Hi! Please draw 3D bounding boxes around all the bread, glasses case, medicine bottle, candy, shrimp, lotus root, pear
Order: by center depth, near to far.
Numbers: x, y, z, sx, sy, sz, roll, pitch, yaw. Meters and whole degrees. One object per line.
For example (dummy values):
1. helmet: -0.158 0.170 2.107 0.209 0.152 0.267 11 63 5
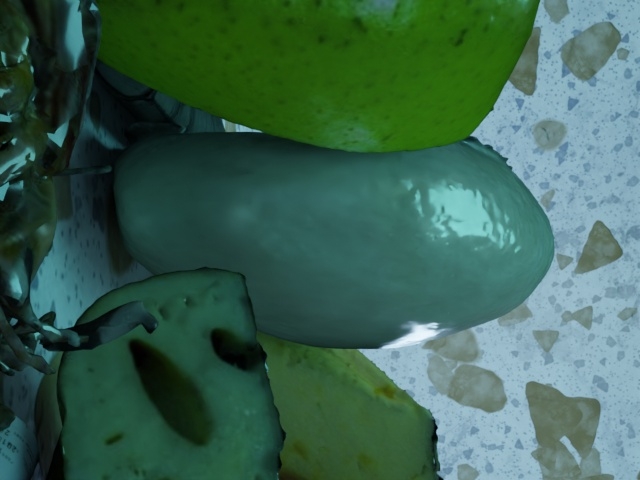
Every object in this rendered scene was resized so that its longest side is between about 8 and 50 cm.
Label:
1. shrimp: -0.153 0.011 0.390 0.145 0.116 0.343 13 79 -62
2. medicine bottle: -0.176 0.126 0.468 0.089 0.052 0.052 -83 171 -64
3. lotus root: -0.117 0.195 0.585 0.260 0.149 0.267 123 -39 -48
4. pear: -0.049 -0.231 0.619 0.238 0.318 0.342 111 -37 -53
5. candy: 0.000 0.000 0.843 0.427 0.386 0.186 25 69 -65
6. glasses case: -0.142 -0.135 0.866 0.299 0.060 0.114 61 8 -82
7. bread: -0.005 0.227 1.065 0.242 0.405 0.345 -52 154 -68
